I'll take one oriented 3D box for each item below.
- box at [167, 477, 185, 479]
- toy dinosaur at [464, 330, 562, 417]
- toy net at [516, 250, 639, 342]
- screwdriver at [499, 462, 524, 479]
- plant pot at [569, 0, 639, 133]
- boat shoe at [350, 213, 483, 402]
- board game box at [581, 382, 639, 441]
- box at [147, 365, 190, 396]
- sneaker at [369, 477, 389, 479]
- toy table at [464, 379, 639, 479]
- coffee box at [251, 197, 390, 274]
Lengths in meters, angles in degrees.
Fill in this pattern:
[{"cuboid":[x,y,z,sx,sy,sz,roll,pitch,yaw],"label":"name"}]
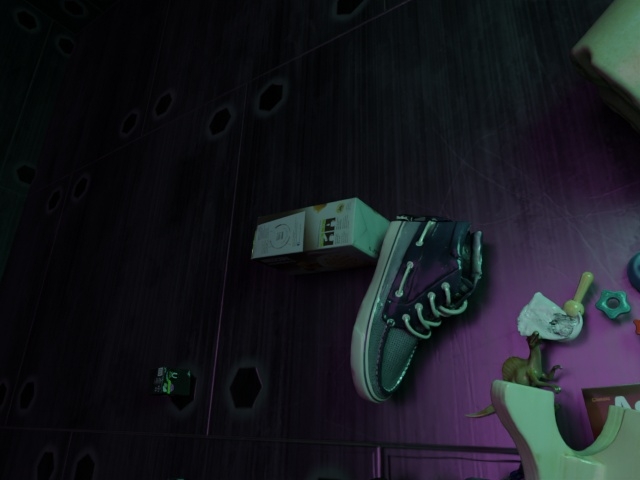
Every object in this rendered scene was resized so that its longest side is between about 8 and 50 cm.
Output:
[{"cuboid":[-0.257,0.613,0.941,0.233,0.044,0.159,11,77,40],"label":"box"},{"cuboid":[0.300,0.221,0.693,0.092,0.053,0.183,49,120,48],"label":"toy dinosaur"},{"cuboid":[0.403,0.100,0.665,0.232,0.045,0.122,-31,57,25],"label":"toy net"},{"cuboid":[0.266,0.349,0.680,0.170,0.025,0.024,-43,51,26],"label":"screwdriver"},{"cuboid":[0.521,-0.281,0.590,0.305,0.334,0.333,-46,49,27],"label":"plant pot"},{"cuboid":[0.166,0.110,0.780,0.158,0.127,0.340,0,70,45],"label":"boat shoe"},{"cuboid":[0.483,0.235,0.553,0.282,0.027,0.144,-19,59,30],"label":"board game box"},{"cuboid":[-0.359,0.338,1.113,0.052,0.083,0.062,-17,61,30],"label":"box"},{"cuboid":[0.178,0.461,0.609,0.385,0.145,0.147,27,50,27],"label":"sneaker"},{"cuboid":[0.284,0.258,0.527,0.274,0.252,0.160,-7,67,56],"label":"toy table"},{"cuboid":[0.000,0.000,0.950,0.247,0.141,0.098,-8,66,34],"label":"coffee box"}]
